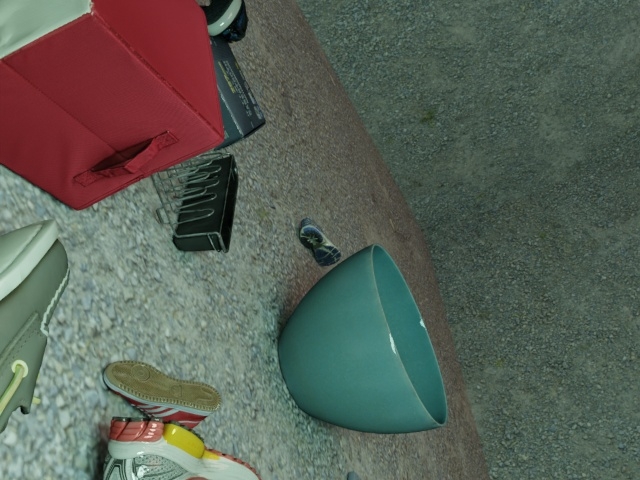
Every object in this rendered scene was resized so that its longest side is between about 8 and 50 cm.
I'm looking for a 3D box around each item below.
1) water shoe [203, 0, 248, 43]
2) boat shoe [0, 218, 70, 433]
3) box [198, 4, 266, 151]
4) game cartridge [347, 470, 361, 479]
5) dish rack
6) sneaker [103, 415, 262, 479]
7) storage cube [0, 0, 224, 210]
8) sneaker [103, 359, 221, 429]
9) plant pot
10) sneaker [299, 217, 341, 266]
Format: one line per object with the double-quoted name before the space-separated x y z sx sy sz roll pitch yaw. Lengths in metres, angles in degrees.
"water shoe" -0.149 -0.371 1.262 0.080 0.073 0.203 60 16 -29
"boat shoe" -0.228 0.091 0.454 0.091 0.109 0.305 62 21 -25
"box" -0.181 -0.278 1.266 0.232 0.059 0.183 64 15 -11
"game cartridge" 0.065 0.417 1.212 0.083 0.017 0.056 63 19 -19
"dish rack" -0.179 -0.135 0.952 0.208 0.074 0.271 -94 171 -55
"sneaker" -0.128 0.235 0.685 0.225 0.088 0.092 50 43 -50
"storage cube" -0.226 -0.176 0.701 0.193 0.184 0.214 43 29 -56
"sneaker" -0.164 0.158 0.733 0.119 0.067 0.042 24 38 -25
"plant pot" 0.051 0.174 1.157 0.290 0.196 0.290 59 17 -30
"sneaker" 0.000 0.000 1.532 0.135 0.052 0.058 53 16 -45
